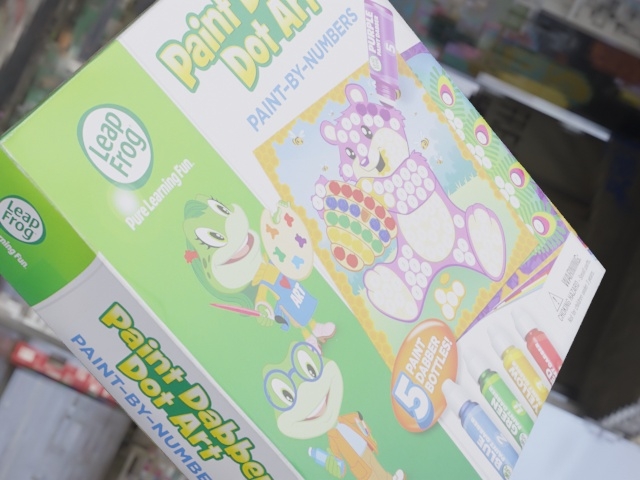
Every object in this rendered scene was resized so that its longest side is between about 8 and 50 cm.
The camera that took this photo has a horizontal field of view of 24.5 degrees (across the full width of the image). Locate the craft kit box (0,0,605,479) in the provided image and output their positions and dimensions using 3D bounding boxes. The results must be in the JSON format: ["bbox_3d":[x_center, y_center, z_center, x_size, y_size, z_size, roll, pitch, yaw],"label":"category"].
[{"bbox_3d":[0.000,0.000,0.631,0.061,0.246,0.250,-34,-166,40],"label":"craft kit box"}]
